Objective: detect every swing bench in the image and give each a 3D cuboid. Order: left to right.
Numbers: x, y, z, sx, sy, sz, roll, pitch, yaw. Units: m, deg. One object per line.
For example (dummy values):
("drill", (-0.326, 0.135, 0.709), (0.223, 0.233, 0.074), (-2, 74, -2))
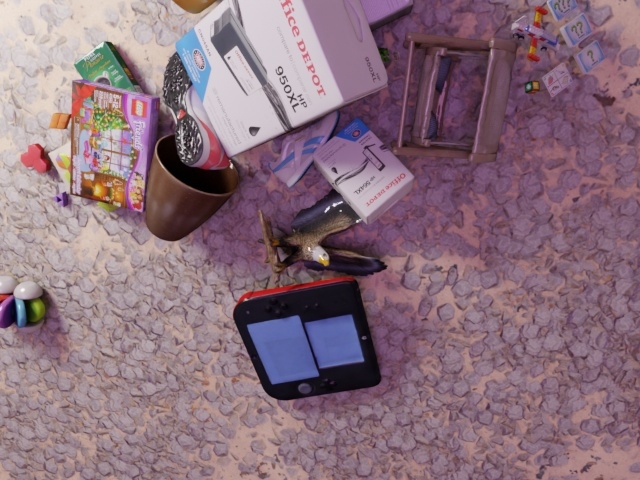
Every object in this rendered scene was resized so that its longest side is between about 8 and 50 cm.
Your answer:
("swing bench", (0.299, -0.314, 1.097), (0.254, 0.165, 0.254), (6, 107, 6))

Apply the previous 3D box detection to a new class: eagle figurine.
("eagle figurine", (0.004, 0.007, 1.252), (0.298, 0.225, 0.226), (-16, 151, -17))

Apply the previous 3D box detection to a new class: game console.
("game console", (-0.032, 0.281, 1.337), (0.341, 0.060, 0.387), (-9, 121, 12))

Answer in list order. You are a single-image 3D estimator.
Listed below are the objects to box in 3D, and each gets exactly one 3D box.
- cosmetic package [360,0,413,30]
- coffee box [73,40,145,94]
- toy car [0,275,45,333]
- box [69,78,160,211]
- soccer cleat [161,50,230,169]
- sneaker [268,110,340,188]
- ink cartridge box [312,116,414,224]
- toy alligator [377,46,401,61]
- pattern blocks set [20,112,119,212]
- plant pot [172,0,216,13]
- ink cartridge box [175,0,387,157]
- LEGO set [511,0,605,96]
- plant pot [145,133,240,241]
("cosmetic package", (0.079, -0.508, 1.088), (0.237, 0.127, 0.107), (-19, 104, 12))
("coffee box", (-0.529, -0.398, 1.252), (0.113, 0.040, 0.184), (-29, 102, 17))
("toy car", (-0.916, 0.202, 1.443), (0.181, 0.136, 0.159), (12, 108, 4))
("box", (-0.521, -0.235, 1.234), (0.200, 0.057, 0.294), (13, 112, 1))
("soccer cleat", (-0.300, -0.317, 1.196), (0.108, 0.116, 0.319), (-24, 72, 29))
("sneaker", (-0.038, -0.240, 1.209), (0.092, 0.087, 0.229), (40, 106, -2))
("ink cartridge box", (0.102, -0.162, 1.159), (0.148, 0.086, 0.203), (-41, 76, -3))
("toy alligator", (0.128, -0.420, 1.112), (0.051, 0.189, 0.056), (-36, 123, -24))
("pattern blocks set", (-0.632, -0.205, 1.314), (0.324, 0.026, 0.285), (-31, 104, 22))
("plant pot", (-0.249, -0.627, 1.040), (0.187, 0.205, 0.205), (-20, 103, 24))
("ink cartridge box", (-0.094, -0.377, 1.038), (0.394, 0.166, 0.286), (-12, 108, 46))
("LEGO set", (0.503, -0.413, 1.032), (0.244, 0.060, 0.183), (-36, 101, -18))
("plant pot", (-0.354, -0.111, 1.246), (0.215, 0.215, 0.230), (37, 122, -4))
